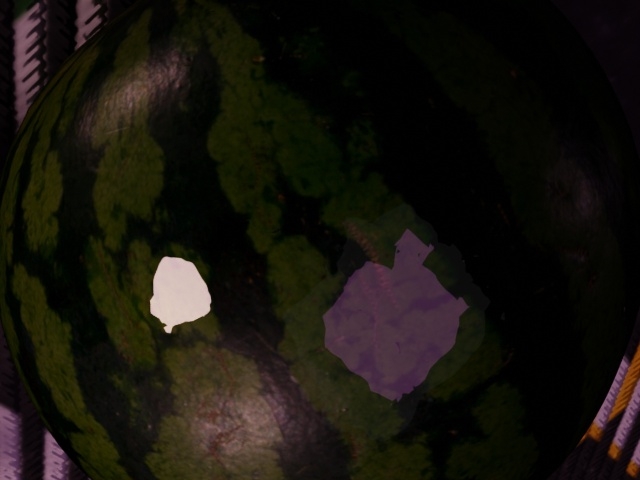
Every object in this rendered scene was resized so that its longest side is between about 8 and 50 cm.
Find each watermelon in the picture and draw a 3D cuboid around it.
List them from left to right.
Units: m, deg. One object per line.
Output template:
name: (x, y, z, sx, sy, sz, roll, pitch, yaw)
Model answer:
watermelon: (0.000, 0.000, 0.497, 0.285, 0.285, 0.285, -13, 130, -16)
